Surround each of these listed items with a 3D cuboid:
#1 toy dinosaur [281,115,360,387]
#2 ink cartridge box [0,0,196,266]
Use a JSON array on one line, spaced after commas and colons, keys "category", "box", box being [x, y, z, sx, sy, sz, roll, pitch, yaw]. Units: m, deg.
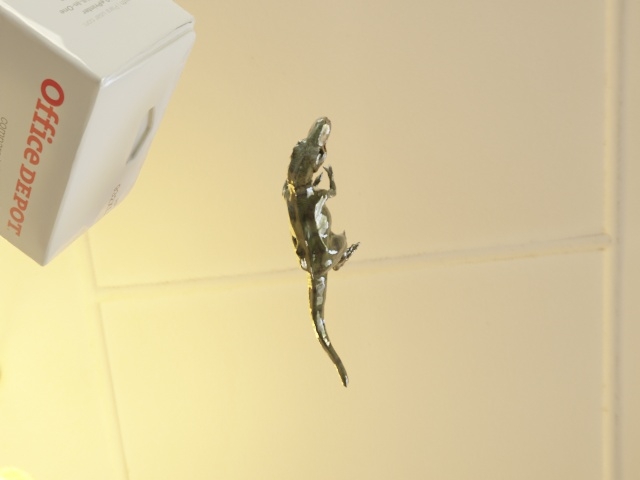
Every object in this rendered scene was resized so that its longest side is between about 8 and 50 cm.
[{"category": "toy dinosaur", "box": [0.000, 0.000, 0.736, 0.064, 0.118, 0.268, -5, -62, 9]}, {"category": "ink cartridge box", "box": [-0.284, -0.159, 0.605, 0.307, 0.129, 0.223, 36, -47, -1]}]
